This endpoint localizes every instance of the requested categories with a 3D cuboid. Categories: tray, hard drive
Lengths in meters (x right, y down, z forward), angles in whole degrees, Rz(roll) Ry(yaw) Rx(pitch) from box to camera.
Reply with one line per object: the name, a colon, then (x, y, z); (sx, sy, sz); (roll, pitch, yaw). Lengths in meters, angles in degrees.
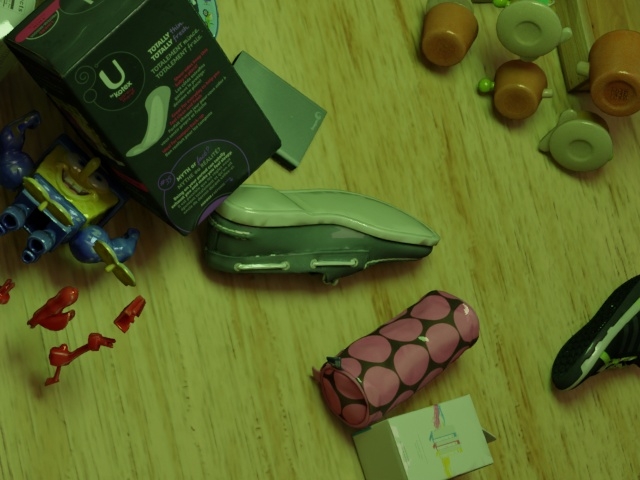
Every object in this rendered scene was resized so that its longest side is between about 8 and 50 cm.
tray: (0.410, -0.416, 2.299); (0.203, 0.076, 0.411); (-3, 74, -29)
hard drive: (-0.066, -0.161, 1.985); (0.135, 0.022, 0.094); (35, 60, -14)

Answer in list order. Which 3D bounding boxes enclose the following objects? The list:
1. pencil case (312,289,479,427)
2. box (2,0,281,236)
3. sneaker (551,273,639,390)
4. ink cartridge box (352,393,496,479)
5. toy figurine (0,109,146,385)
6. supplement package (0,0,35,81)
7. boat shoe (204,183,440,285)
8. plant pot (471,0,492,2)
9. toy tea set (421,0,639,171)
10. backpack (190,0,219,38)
pencil case: (0.093, 0.137, 1.934); (0.209, 0.098, 0.095); (-29, 130, -34)
box: (-0.191, -0.163, 1.752); (0.165, 0.143, 0.270); (-44, 134, -12)
sneaker: (0.400, 0.136, 2.097); (0.234, 0.084, 0.097); (-42, 96, -32)
ink cartridge box: (0.129, 0.248, 1.909); (0.143, 0.092, 0.090); (-13, 79, -32)
toy figurine: (-0.327, -0.045, 1.771); (0.362, 0.191, 0.217); (42, 29, -3)
supplement package: (-0.447, -0.276, 1.752); (0.244, 0.139, 0.134); (16, 65, -23)
boat shoe: (0.000, 0.000, 1.942); (0.319, 0.116, 0.099); (6, 114, -34)
plant pot: (0.244, -0.385, 2.186); (0.096, 0.109, 0.109); (13, 67, -38)
toy tea set: (0.298, -0.250, 2.128); (0.336, 0.200, 0.124); (34, 42, -12)
backpack: (-0.194, -0.266, 1.899); (0.173, 0.117, 0.158); (-3, 75, -31)
